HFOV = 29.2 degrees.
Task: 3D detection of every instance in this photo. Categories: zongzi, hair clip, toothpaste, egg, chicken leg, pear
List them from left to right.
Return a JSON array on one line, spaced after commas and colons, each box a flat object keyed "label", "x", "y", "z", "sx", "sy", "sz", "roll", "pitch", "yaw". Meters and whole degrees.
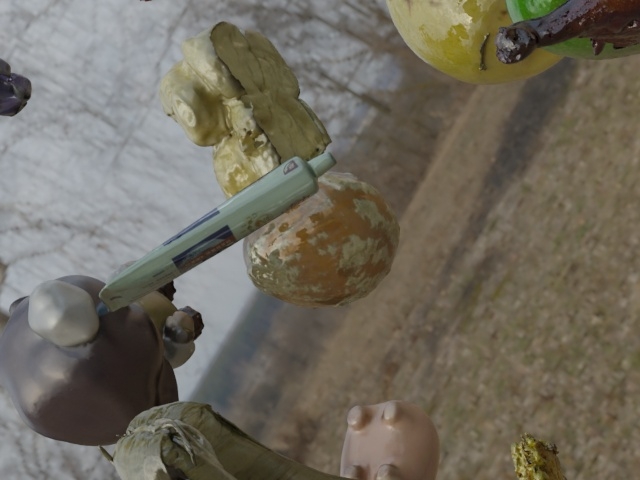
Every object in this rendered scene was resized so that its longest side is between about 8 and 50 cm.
[{"label": "hair clip", "x": -0.397, "y": -0.183, "z": 1.298, "sx": 0.124, "sy": 0.195, "sz": 0.052, "roll": -5, "pitch": 62, "yaw": 38}, {"label": "toothpaste", "x": -0.086, "y": -0.010, "z": 1.044, "sx": 0.233, "sy": 0.038, "sz": 0.060, "roll": -33, "pitch": -14, "yaw": -6}, {"label": "zongzi", "x": -0.045, "y": 0.185, "z": 0.955, "sx": 0.197, "sy": 0.194, "sz": 0.099, "roll": -37, "pitch": 10, "yaw": -35}, {"label": "egg", "x": 0.000, "y": 0.000, "z": 1.764, "sx": 0.245, "sy": 0.203, "sz": 0.203, "roll": -17, "pitch": -25, "yaw": -34}, {"label": "pear", "x": 0.239, "y": -0.367, "z": 1.708, "sx": 0.309, "sy": 0.309, "sz": 0.309, "roll": -59, "pitch": 1, "yaw": 2}, {"label": "chicken leg", "x": 0.195, "y": -0.151, "z": 0.809, "sx": 0.205, "sy": 0.053, "sz": 0.093, "roll": -5, "pitch": -28, "yaw": -48}]

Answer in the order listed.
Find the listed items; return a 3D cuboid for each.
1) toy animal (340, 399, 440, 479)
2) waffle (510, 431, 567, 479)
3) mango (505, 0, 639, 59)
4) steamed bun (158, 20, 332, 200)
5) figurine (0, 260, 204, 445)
[{"label": "toy animal", "x": 0.117, "y": 0.439, "z": 2.091, "sx": 0.237, "sy": 0.269, "sz": 0.326, "roll": -6, "pitch": 51, "yaw": 29}, {"label": "waffle", "x": 0.288, "y": 0.344, "z": 1.582, "sx": 0.070, "sy": 0.197, "sz": 0.193, "roll": -18, "pitch": -12, "yaw": 14}, {"label": "mango", "x": 0.297, "y": -0.276, "z": 1.094, "sx": 0.225, "sy": 0.201, "sz": 0.382, "roll": -7, "pitch": 22, "yaw": 45}, {"label": "steamed bun", "x": -0.081, "y": -0.127, "z": 1.262, "sx": 0.106, "sy": 0.177, "sz": 0.192, "roll": -32, "pitch": 5, "yaw": 26}, {"label": "figurine", "x": -0.246, "y": 0.125, "z": 1.569, "sx": 0.206, "sy": 0.218, "sz": 0.365, "roll": -26, "pitch": 3, "yaw": 32}]
